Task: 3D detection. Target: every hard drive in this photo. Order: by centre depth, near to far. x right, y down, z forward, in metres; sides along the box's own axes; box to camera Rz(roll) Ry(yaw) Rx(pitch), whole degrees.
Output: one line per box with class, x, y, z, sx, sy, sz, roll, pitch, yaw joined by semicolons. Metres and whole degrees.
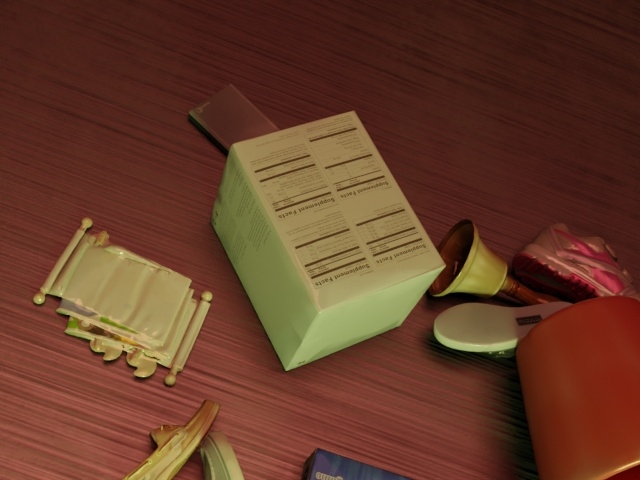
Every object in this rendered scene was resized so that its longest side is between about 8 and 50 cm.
hard drive;-0.129;-0.176;1.452;0.135;0.022;0.094;43;60;11

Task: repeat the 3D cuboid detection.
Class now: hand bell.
hand bell;0.296;0.074;1.394;0.242;0.126;0.126;26;57;-14

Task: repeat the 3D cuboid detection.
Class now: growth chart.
growth chart;-0.269;0.084;1.266;0.237;0.021;0.172;29;58;2

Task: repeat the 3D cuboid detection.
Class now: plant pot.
plant pot;0.396;0.226;1.246;0.274;0.275;0.243;-4;52;-17

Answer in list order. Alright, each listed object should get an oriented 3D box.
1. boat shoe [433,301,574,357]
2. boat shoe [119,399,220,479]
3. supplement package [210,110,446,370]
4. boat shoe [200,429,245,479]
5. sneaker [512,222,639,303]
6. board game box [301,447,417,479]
boat shoe;0.273;0.137;1.352;0.228;0.076;0.080;-6;47;-12
boat shoe;-0.192;0.260;1.162;0.059;0.063;0.170;38;59;1
supplement package;0.000;0.000;1.282;0.198;0.199;0.263;-19;68;-25
boat shoe;-0.123;0.347;1.114;0.081;0.079;0.228;-9;74;-18
sneaker;0.428;0.055;1.418;0.252;0.103;0.111;33;67;2
board game box;0.099;0.455;1.129;0.318;0.066;0.318;18;58;-5
